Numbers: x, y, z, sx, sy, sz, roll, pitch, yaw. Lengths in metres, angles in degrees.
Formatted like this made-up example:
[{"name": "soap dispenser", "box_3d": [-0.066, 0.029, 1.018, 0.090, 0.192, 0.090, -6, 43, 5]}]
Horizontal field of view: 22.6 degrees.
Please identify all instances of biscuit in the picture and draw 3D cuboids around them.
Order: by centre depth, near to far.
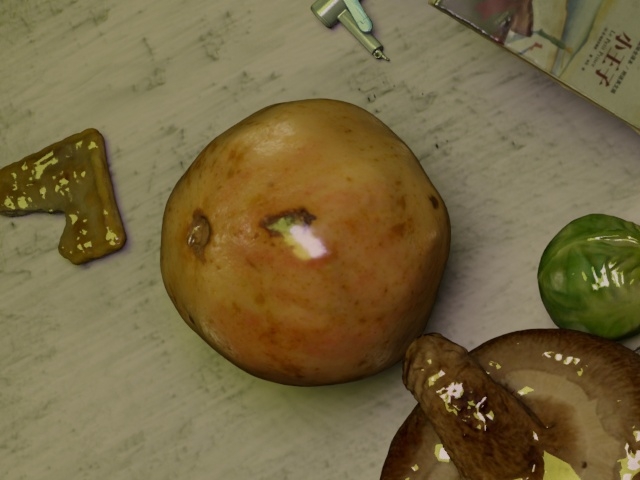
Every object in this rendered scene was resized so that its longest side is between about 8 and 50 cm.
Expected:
[{"name": "biscuit", "box_3d": [-0.339, -0.041, 2.070, 0.174, 0.039, 0.183, -25, 66, 11]}]

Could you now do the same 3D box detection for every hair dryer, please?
[{"name": "hair dryer", "box_3d": [0.048, -0.270, 1.996, 0.063, 0.038, 0.124, -43, 70, 4]}]

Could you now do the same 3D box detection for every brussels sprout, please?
[{"name": "brussels sprout", "box_3d": [0.314, 0.042, 1.754, 0.155, 0.117, 0.155, -11, 66, 27]}]

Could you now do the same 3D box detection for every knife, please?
[{"name": "knife", "box_3d": [0.037, -0.298, 1.982, 0.027, 0.010, 0.096, -30, 80, 2]}]

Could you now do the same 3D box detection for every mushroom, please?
[{"name": "mushroom", "box_3d": [0.227, 0.255, 1.684, 0.345, 0.239, 0.345, 2, 94, 32]}]

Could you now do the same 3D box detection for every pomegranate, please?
[{"name": "pomegranate", "box_3d": [0.000, 0.000, 1.787, 0.342, 0.342, 0.343, -6, 72, 19]}]

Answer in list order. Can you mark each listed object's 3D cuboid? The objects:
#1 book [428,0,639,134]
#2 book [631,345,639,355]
[{"name": "book", "box_3d": [0.287, -0.266, 1.730, 0.289, 0.026, 0.201, 30, 90, -1]}, {"name": "book", "box_3d": [0.453, 0.180, 1.710, 0.157, 0.026, 0.231, -31, 66, 10]}]
